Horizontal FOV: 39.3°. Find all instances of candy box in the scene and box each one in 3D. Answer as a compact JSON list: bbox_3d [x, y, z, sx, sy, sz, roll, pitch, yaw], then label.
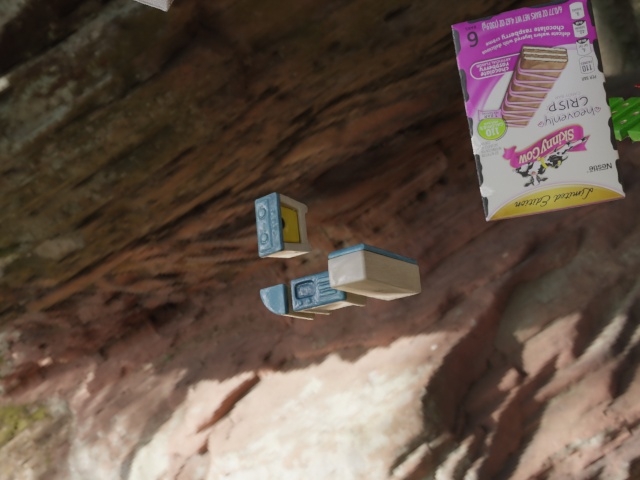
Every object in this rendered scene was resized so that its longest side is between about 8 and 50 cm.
[{"bbox_3d":[0.250,-0.149,1.038,0.159,0.233,0.071,-11,0,14],"label":"candy box"}]

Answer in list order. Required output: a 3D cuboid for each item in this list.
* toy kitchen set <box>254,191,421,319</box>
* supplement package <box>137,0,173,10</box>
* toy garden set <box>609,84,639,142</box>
[{"bbox_3d":[0.000,0.000,1.129,0.207,0.166,0.122,-17,-20,35],"label":"toy kitchen set"},{"bbox_3d":[-0.202,-0.434,0.965,0.293,0.175,0.177,113,175,-55],"label":"supplement package"},{"bbox_3d":[0.581,-0.228,1.576,0.204,0.049,0.244,-33,15,-7],"label":"toy garden set"}]
